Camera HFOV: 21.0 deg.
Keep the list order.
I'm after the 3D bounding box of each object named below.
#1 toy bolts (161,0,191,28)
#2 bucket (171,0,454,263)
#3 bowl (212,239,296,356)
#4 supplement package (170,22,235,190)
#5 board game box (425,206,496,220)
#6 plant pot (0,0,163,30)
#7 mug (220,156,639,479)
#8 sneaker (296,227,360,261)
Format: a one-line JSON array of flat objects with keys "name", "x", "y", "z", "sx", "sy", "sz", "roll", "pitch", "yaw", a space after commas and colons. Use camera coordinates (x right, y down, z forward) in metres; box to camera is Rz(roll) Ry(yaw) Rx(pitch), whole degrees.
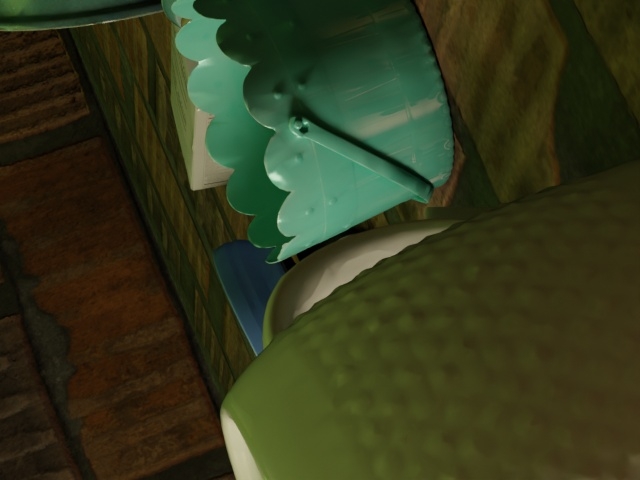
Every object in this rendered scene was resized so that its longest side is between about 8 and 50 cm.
[{"name": "toy bolts", "x": -0.147, "y": -0.309, "z": 1.809, "sx": 0.158, "sy": 0.218, "sz": 0.228, "roll": -108, "pitch": 16, "yaw": -47}, {"name": "bucket", "x": -0.007, "y": -0.131, "z": 1.606, "sx": 0.281, "sy": 0.183, "sz": 0.281, "roll": 160, "pitch": 90, "yaw": -79}, {"name": "bowl", "x": -0.002, "y": 0.162, "z": 2.099, "sx": 0.391, "sy": 0.077, "sz": 0.391, "roll": 60, "pitch": -178, "yaw": -4}, {"name": "supplement package", "x": -0.098, "y": -0.174, "z": 2.027, "sx": 0.244, "sy": 0.139, "sz": 0.134, "roll": 106, "pitch": 152, "yaw": -69}, {"name": "board game box", "x": 0.133, "y": 0.148, "z": 1.448, "sx": 0.303, "sy": 0.097, "sz": 0.224, "roll": 88, "pitch": -176, "yaw": -52}, {"name": "plant pot", "x": -0.295, "y": -0.455, "z": 2.095, "sx": 0.341, "sy": 0.341, "sz": 0.334, "roll": -140, "pitch": 39, "yaw": -67}, {"name": "mug", "x": 0.099, "y": 0.100, "z": 1.152, "sx": 0.374, "sy": 0.328, "sz": 0.276, "roll": -125, "pitch": 19, "yaw": -52}, {"name": "sneaker", "x": 0.000, "y": 0.000, "z": 2.043, "sx": 0.217, "sy": 0.079, "sz": 0.121, "roll": 101, "pitch": 146, "yaw": -71}]
